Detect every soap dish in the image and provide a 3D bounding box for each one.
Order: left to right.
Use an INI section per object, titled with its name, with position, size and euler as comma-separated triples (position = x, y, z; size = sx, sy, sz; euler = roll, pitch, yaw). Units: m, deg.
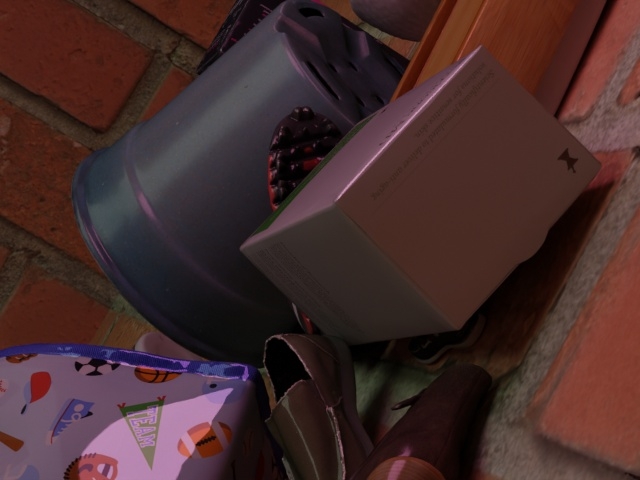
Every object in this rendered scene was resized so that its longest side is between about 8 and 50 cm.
[soap dish]
position = 0.175, -0.192, 1.673
size = 0.291, 0.118, 0.229
euler = -63, 12, -16

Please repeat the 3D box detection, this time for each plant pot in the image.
[plant pot]
position = -0.059, -0.084, 1.930
size = 0.334, 0.341, 0.341
euler = -44, 17, 26

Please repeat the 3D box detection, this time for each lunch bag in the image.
[lunch bag]
position = -0.263, 0.283, 1.635
size = 0.239, 0.385, 0.328
euler = 78, -155, -46

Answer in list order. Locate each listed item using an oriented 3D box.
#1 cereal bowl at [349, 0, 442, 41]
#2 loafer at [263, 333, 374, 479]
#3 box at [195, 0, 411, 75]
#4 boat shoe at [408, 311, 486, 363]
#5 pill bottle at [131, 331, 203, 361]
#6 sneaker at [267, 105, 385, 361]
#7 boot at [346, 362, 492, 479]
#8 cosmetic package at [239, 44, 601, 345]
[cereal bowl]
position = 0.183, -0.369, 1.891
size = 0.339, 0.141, 0.339
euler = -50, -17, -21
[loafer]
position = -0.012, 0.181, 1.505
size = 0.094, 0.087, 0.251
euler = -53, 30, 29
[box]
position = -0.026, -0.239, 2.291
size = 0.142, 0.247, 0.163
euler = -61, 12, -14
[boat shoe]
position = 0.105, 0.081, 1.481
size = 0.046, 0.038, 0.125
euler = -62, 13, -17
[pill bottle]
position = -0.263, 0.244, 2.382
size = 0.208, 0.119, 0.119
euler = -54, 13, 22
[sneaker]
position = 0.000, 0.000, 1.734
size = 0.135, 0.097, 0.276
euler = 121, 136, -75
[boot]
position = 0.044, 0.227, 1.340
size = 0.248, 0.090, 0.207
euler = -50, 3, 42
[cosmetic package]
position = 0.077, -0.025, 1.484
size = 0.197, 0.155, 0.365
euler = -47, 5, -16
